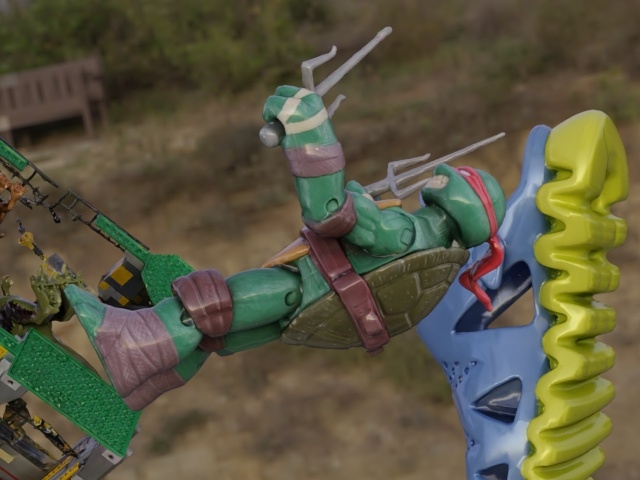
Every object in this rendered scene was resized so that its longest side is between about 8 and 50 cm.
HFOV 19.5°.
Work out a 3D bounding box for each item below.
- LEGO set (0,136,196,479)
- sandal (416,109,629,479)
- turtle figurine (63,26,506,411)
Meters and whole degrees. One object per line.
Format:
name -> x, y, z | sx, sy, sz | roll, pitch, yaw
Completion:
LEGO set -> -0.257, 0.063, 1.300 | 0.331, 0.255, 0.192 | 34, -53, -23
sandal -> 0.129, 0.068, 1.286 | 0.138, 0.317, 0.126 | 4, -6, 25
turtle figurine -> 0.000, 0.000, 0.876 | 0.234, 0.118, 0.175 | -28, -26, -7
